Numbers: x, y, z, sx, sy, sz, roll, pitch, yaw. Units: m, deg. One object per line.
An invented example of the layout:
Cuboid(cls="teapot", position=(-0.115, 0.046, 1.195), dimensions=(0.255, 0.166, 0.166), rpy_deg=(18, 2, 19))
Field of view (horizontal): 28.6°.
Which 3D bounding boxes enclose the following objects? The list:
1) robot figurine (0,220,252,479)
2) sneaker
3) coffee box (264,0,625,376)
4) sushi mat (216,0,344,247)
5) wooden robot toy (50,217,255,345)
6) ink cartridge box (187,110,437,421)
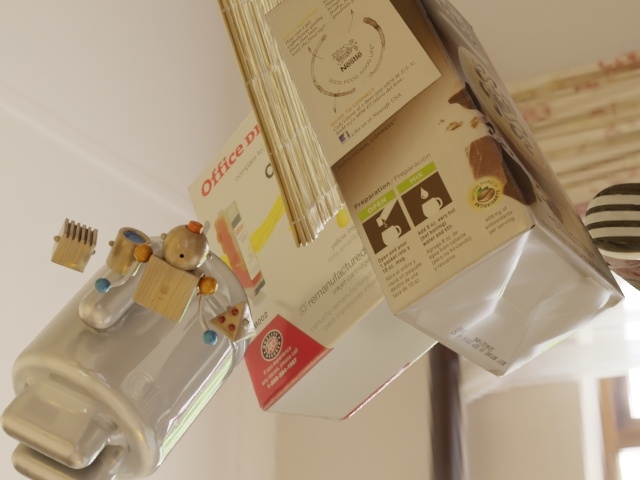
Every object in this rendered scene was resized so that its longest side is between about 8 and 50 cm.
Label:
Cuboid(cls="robot figurine", position=(-0.211, 0.133, 1.443), dimensions=(0.353, 0.200, 0.300), rpy_deg=(-53, -21, -37))
Cuboid(cls="sneaker", position=(0.420, 0.007, 1.287), dimensions=(0.162, 0.281, 0.106), rpy_deg=(56, -136, -61))
Cuboid(cls="coffee box", position=(0.088, -0.067, 0.940), dimensions=(0.168, 0.119, 0.297), rpy_deg=(31, -151, -51))
Cuboid(cls="sushi mat", position=(-0.040, -0.158, 1.150), dimensions=(0.151, 0.019, 0.316), rpy_deg=(-54, -52, -65))
Cuboid(cls="wooden robot toy", position=(-0.117, 0.012, 0.976), dimensions=(0.079, 0.173, 0.076), rpy_deg=(-63, 1, 23))
Cuboid(cls="ink cartridge box", position=(0.000, 0.000, 1.652), dimensions=(0.160, 0.279, 0.384), rpy_deg=(13, -137, -40))
